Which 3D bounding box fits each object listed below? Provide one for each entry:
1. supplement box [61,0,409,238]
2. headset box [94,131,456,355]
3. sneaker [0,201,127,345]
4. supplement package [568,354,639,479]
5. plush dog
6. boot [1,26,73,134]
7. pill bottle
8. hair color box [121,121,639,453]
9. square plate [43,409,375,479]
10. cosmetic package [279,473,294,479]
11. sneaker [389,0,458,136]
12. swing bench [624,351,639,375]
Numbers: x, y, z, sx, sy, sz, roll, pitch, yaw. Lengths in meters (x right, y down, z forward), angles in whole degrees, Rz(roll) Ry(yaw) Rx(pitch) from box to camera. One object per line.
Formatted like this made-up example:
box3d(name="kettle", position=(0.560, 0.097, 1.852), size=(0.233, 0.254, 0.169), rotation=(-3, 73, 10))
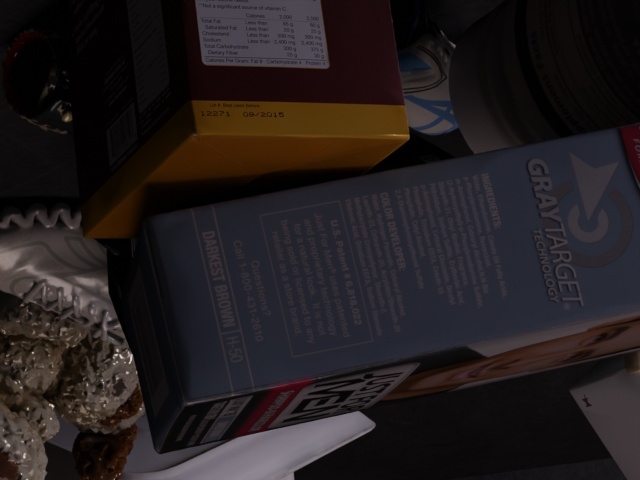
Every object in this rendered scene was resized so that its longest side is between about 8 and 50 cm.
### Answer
box3d(name="supplement box", position=(-0.058, -0.119, 1.121), size=(0.129, 0.194, 0.191), rotation=(0, 164, -25))
box3d(name="headset box", position=(-0.039, 0.000, 1.511), size=(0.283, 0.131, 0.246), rotation=(-4, -168, -10))
box3d(name="sneaker", position=(-0.209, 0.033, 1.756), size=(0.292, 0.118, 0.110), rotation=(3, 164, -27))
box3d(name="supplement package", position=(0.456, 0.153, 2.103), size=(0.262, 0.198, 0.199), rotation=(-36, -176, -35))
box3d(name="plush dog", position=(-0.257, 0.123, 1.939), size=(0.225, 0.262, 0.210), rotation=(16, -172, -34))
box3d(name="boot", position=(-0.098, -0.081, 1.313), size=(0.178, 0.085, 0.236), rotation=(9, -168, -35))
box3d(name="pill bottle", position=(0.221, -0.134, 1.243), size=(0.161, 0.161, 0.283), rotation=(4, 161, -33))
box3d(name="hair color box", position=(0.078, 0.025, 1.164), size=(0.374, 0.114, 0.185), rotation=(-12, 168, -12))
box3d(name="square plate", position=(-0.178, 0.206, 2.125), size=(0.344, 0.049, 0.347), rotation=(15, -153, 43))
box3d(name="cosmetic package", position=(-0.225, 0.237, 2.261), size=(0.377, 0.097, 0.284), rotation=(-6, -159, -2))
box3d(name="sneaker", position=(0.061, -0.131, 1.353), size=(0.086, 0.085, 0.237), rotation=(-42, 156, 22))
box3d(name="swing bench", position=(0.341, 0.014, 1.820), size=(0.253, 0.165, 0.254), rotation=(-18, 163, 30))
